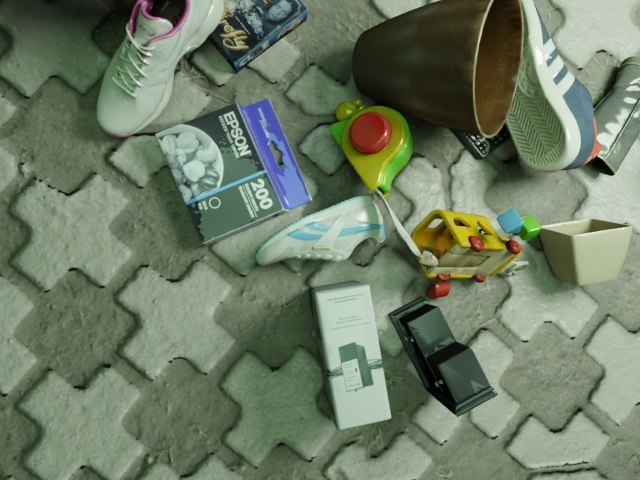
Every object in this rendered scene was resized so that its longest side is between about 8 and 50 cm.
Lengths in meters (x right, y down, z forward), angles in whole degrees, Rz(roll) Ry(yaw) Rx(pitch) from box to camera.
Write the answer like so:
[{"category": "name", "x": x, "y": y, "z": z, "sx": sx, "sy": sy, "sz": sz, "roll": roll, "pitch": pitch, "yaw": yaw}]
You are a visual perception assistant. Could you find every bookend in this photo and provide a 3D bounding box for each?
[{"category": "bookend", "x": 0.193, "y": 0.182, "z": 0.810, "sx": 0.072, "sy": 0.157, "sz": 0.156, "roll": -27, "pitch": 90, "yaw": -6}]

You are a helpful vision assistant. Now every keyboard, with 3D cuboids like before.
[{"category": "keyboard", "x": 0.277, "y": -0.248, "z": 0.904, "sx": 0.108, "sy": 0.023, "sz": 0.180, "roll": -39, "pitch": 92, "yaw": -5}]

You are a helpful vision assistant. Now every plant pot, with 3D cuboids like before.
[{"category": "plant pot", "x": 0.176, "y": -0.284, "z": 0.798, "sx": 0.231, "sy": 0.215, "sz": 0.215, "roll": 14, "pitch": 85, "yaw": 34}, {"category": "plant pot", "x": 0.463, "y": 0.021, "z": 0.870, "sx": 0.109, "sy": 0.109, "sz": 0.096, "roll": -9, "pitch": 101, "yaw": -5}]

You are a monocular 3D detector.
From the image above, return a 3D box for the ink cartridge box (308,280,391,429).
[{"category": "ink cartridge box", "x": 0.042, "y": 0.176, "z": 0.801, "sx": 0.087, "sy": 0.153, "sz": 0.208, "roll": -9, "pitch": 89, "yaw": -6}]

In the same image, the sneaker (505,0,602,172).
[{"category": "sneaker", "x": 0.387, "y": -0.279, "z": 0.872, "sx": 0.148, "sy": 0.131, "sz": 0.349, "roll": -4, "pitch": 75, "yaw": -31}]

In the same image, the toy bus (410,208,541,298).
[{"category": "toy bus", "x": 0.253, "y": 0.003, "z": 0.846, "sx": 0.191, "sy": 0.202, "sz": 0.104, "roll": -22, "pitch": 59, "yaw": 2}]

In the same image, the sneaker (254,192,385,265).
[{"category": "sneaker", "x": 0.000, "y": 0.000, "z": 0.839, "sx": 0.229, "sy": 0.087, "sz": 0.092, "roll": -23, "pitch": 91, "yaw": -3}]

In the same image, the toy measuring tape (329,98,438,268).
[{"category": "toy measuring tape", "x": 0.127, "y": -0.116, "z": 0.811, "sx": 0.122, "sy": 0.121, "sz": 0.330, "roll": -29, "pitch": 68, "yaw": -5}]

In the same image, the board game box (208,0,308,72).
[{"category": "board game box", "x": -0.161, "y": -0.443, "z": 0.867, "sx": 0.165, "sy": 0.042, "sz": 0.243, "roll": -40, "pitch": 91, "yaw": -5}]

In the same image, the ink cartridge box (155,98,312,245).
[{"category": "ink cartridge box", "x": -0.145, "y": -0.124, "z": 0.853, "sx": 0.208, "sy": 0.045, "sz": 0.206, "roll": -24, "pitch": 89, "yaw": -7}]

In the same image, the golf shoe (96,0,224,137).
[{"category": "golf shoe", "x": -0.279, "y": -0.302, "z": 0.786, "sx": 0.115, "sy": 0.140, "sz": 0.306, "roll": 35, "pitch": 99, "yaw": -1}]

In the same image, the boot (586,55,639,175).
[{"category": "boot", "x": 0.579, "y": -0.210, "z": 0.901, "sx": 0.190, "sy": 0.076, "sz": 0.208, "roll": 29, "pitch": 78, "yaw": 11}]
